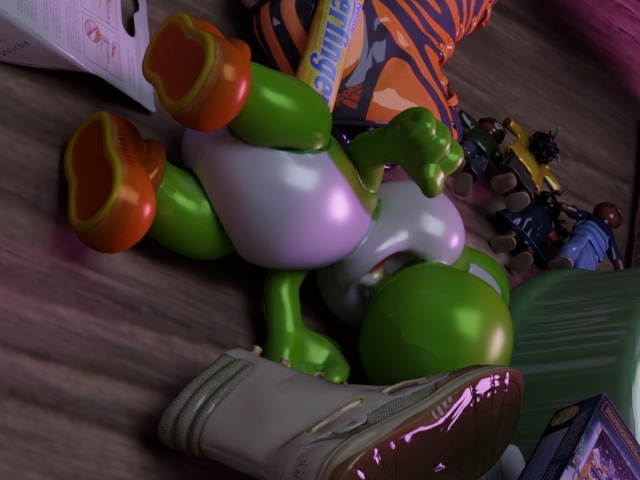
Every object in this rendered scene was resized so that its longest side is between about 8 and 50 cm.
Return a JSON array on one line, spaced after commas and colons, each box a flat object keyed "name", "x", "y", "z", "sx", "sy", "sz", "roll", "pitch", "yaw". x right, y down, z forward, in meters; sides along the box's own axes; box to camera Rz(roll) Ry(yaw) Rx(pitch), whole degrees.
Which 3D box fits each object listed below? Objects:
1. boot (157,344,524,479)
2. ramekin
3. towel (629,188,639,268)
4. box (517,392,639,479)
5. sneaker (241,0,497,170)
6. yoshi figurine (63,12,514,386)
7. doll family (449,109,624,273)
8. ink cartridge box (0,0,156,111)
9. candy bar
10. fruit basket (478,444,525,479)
[{"name": "boot", "x": 0.018, "y": 0.111, "z": 1.179, "sx": 0.213, "sy": 0.165, "sz": 0.077, "roll": -20, "pitch": 118, "yaw": -48}, {"name": "ramekin", "x": 0.260, "y": 0.160, "z": 1.391, "sx": 0.303, "sy": 0.148, "sz": 0.303, "roll": 14, "pitch": 70, "yaw": -43}, {"name": "towel", "x": 0.396, "y": -0.044, "z": 1.639, "sx": 0.121, "sy": 0.235, "sz": 0.284, "roll": 35, "pitch": 46, "yaw": -21}, {"name": "box", "x": 0.207, "y": 0.237, "z": 1.180, "sx": 0.233, "sy": 0.044, "sz": 0.159, "roll": 56, "pitch": 35, "yaw": -11}, {"name": "sneaker", "x": 0.080, "y": -0.153, "z": 1.465, "sx": 0.321, "sy": 0.124, "sz": 0.180, "roll": -20, "pitch": 87, "yaw": -40}, {"name": "yoshi figurine", "x": 0.014, "y": 0.009, "z": 1.242, "sx": 0.362, "sy": 0.203, "sz": 0.203, "roll": 30, "pitch": 65, "yaw": -36}, {"name": "doll family", "x": 0.186, "y": -0.037, "z": 1.537, "sx": 0.193, "sy": 0.076, "sz": 0.111, "roll": 58, "pitch": 35, "yaw": -13}, {"name": "ink cartridge box", "x": -0.200, "y": -0.198, "z": 1.240, "sx": 0.224, "sy": 0.056, "sz": 0.181, "roll": 36, "pitch": 42, "yaw": -55}, {"name": "candy bar", "x": 0.009, "y": -0.156, "z": 1.332, "sx": 0.040, "sy": 0.018, "sz": 0.161, "roll": 20, "pitch": 79, "yaw": -14}, {"name": "fruit basket", "x": 0.038, "y": 0.310, "z": 1.140, "sx": 0.353, "sy": 0.165, "sz": 0.327, "roll": -8, "pitch": 73, "yaw": -33}]
